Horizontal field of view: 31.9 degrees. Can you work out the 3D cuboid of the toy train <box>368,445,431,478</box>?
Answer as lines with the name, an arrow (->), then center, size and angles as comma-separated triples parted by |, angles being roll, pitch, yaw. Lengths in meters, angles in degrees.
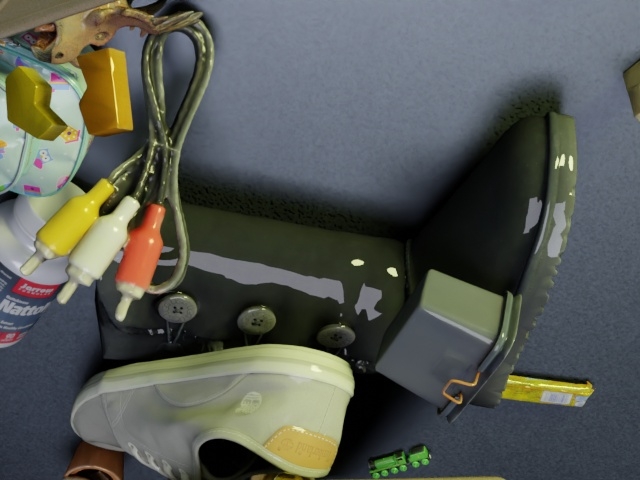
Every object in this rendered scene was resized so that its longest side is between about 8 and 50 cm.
toy train -> 0.098, 0.278, 1.408 | 0.083, 0.017, 0.023 | -19, 115, 16

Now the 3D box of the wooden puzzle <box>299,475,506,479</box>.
wooden puzzle -> -0.021, 0.306, 1.185 | 0.322, 0.080, 0.348 | 6, 161, -32

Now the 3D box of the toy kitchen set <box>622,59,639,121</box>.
toy kitchen set -> 0.339, -0.142, 1.037 | 0.068, 0.075, 0.083 | 33, 126, -23

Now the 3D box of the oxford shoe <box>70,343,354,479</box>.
oxford shoe -> -0.140, 0.205, 1.200 | 0.169, 0.130, 0.449 | 22, 155, -36

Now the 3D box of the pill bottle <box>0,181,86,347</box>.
pill bottle -> -0.311, 0.020, 1.162 | 0.108, 0.108, 0.180 | 31, 123, -21

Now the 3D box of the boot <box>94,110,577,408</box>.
boot -> 0.000, 0.002, 1.132 | 0.445, 0.146, 0.367 | 11, 126, -1

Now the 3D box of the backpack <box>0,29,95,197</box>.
backpack -> -0.298, -0.124, 1.032 | 0.189, 0.144, 0.165 | 13, 122, -11

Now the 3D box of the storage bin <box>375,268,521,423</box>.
storage bin -> 0.113, 0.098, 1.051 | 0.091, 0.098, 0.135 | 25, 131, -4

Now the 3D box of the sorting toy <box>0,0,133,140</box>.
sorting toy -> -0.220, -0.224, 0.878 | 0.229, 0.041, 0.307 | -8, 86, 28

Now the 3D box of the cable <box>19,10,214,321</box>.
cable -> -0.150, -0.063, 1.025 | 0.140, 0.072, 0.287 | 27, 91, -12

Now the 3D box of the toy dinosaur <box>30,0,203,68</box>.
toy dinosaur -> -0.095, -0.246, 0.945 | 0.296, 0.127, 0.200 | -2, 127, -2

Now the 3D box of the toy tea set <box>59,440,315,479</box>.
toy tea set -> -0.172, 0.362, 1.412 | 0.336, 0.124, 0.200 | 11, 127, -7

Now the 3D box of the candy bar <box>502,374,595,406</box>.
candy bar -> 0.243, 0.175, 1.322 | 0.162, 0.018, 0.040 | 7, 131, -4
